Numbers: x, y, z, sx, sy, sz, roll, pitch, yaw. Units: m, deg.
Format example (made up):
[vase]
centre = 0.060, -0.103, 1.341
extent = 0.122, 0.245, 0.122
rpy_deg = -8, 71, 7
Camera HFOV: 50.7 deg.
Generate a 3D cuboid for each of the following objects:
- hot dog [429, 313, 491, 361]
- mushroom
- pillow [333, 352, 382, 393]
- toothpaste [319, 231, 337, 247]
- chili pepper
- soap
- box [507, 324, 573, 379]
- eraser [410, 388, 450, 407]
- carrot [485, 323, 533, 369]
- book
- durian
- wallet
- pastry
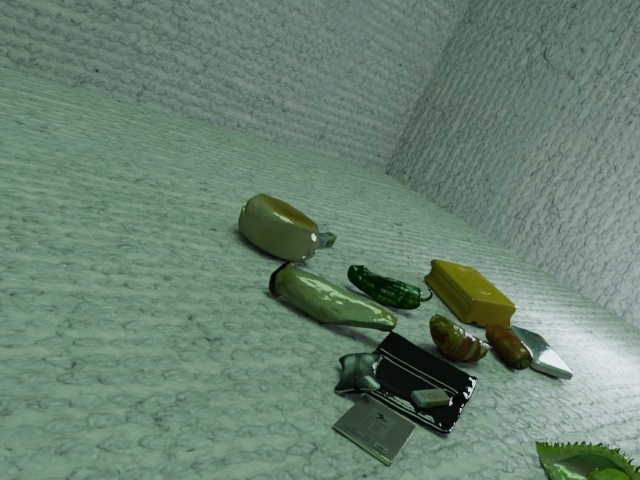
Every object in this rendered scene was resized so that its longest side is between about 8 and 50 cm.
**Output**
[hot dog]
centre = 0.363, 0.277, 1.823
extent = 0.261, 0.093, 0.123
rpy_deg = 34, 0, -31
[mushroom]
centre = 0.027, 0.158, 1.680
extent = 0.333, 0.107, 0.087
rpy_deg = 28, -27, 5
[pillow]
centre = 0.080, 0.276, 1.415
extent = 0.091, 0.055, 0.135
rpy_deg = 18, 21, 2
[toothpaste]
centre = 0.000, 0.000, 2.259
extent = 0.034, 0.046, 0.164
rpy_deg = 35, 18, 22
[chili pepper]
centre = 0.200, 0.142, 1.993
extent = 0.257, 0.100, 0.074
rpy_deg = 21, 10, -7
[soap]
centre = 0.512, 0.181, 2.324
extent = 0.204, 0.096, 0.324
rpy_deg = 12, 19, -22
[box]
centre = 0.696, 0.355, 2.169
extent = 0.142, 0.044, 0.285
rpy_deg = 18, 16, -9
[eraser]
centre = 0.235, 0.337, 1.442
extent = 0.083, 0.019, 0.038
rpy_deg = 4, 31, -33
[carrot]
centre = 0.558, 0.314, 2.018
extent = 0.087, 0.087, 0.193
rpy_deg = 18, 15, -24
[book]
centre = 0.108, 0.359, 1.296
extent = 0.127, 0.014, 0.182
rpy_deg = 30, 16, 17
[durian]
centre = 0.585, 0.535, 1.351
extent = 0.170, 0.157, 0.355
rpy_deg = -14, 23, -6
[wallet]
centre = 0.225, 0.320, 1.547
extent = 0.247, 0.041, 0.323
rpy_deg = 29, 23, 14
[pastry]
centre = -0.122, -0.037, 2.027
extent = 0.265, 0.133, 0.265
rpy_deg = 24, 15, -7
